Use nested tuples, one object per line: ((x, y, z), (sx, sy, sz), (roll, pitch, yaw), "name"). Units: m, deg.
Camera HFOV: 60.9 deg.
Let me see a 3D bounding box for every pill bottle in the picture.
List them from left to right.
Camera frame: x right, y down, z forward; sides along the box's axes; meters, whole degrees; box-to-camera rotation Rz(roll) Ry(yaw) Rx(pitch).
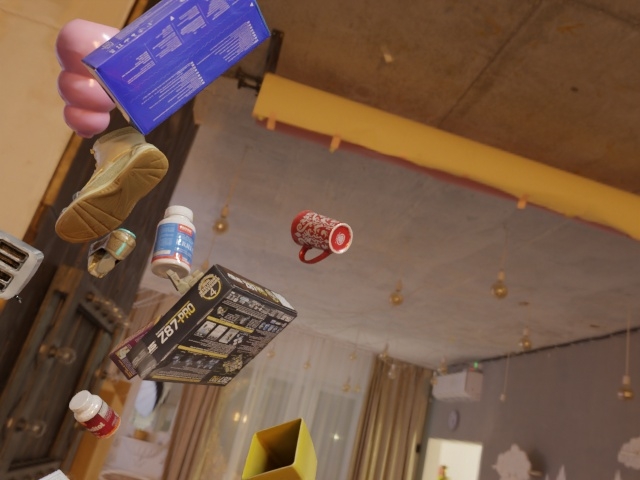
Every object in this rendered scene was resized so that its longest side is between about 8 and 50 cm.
((-0.671, 0.516, 1.617), (0.086, 0.086, 0.152), (0, -47, 33), "pill bottle")
((-0.468, 0.003, 1.748), (0.124, 0.221, 0.124), (-1, -30, 0), "pill bottle")

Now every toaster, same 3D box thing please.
((-0.946, 0.077, 1.634), (0.186, 0.168, 0.110), (35, -9, -17), "toaster")

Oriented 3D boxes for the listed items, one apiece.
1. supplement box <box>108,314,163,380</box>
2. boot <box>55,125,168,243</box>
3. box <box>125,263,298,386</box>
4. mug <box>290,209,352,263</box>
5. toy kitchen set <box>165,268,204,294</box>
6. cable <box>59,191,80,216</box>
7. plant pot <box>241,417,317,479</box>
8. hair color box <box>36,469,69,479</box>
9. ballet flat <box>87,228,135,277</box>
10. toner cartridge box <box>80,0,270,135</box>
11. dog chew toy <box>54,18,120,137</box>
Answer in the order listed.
((-0.552, 0.335, 1.712), (0.104, 0.188, 0.081), (55, 2, -13), "supplement box")
((-0.458, -0.127, 1.155), (0.203, 0.262, 0.095), (42, -4, 47), "boot")
((-0.264, 0.245, 1.445), (0.097, 0.318, 0.395), (44, 3, 26), "box")
((0.007, -0.004, 1.621), (0.113, 0.150, 0.169), (-15, 20, -37), "mug")
((-0.371, 0.104, 1.531), (0.068, 0.083, 0.075), (25, -34, 45), "toy kitchen set")
((-0.812, -0.122, 1.861), (0.139, 0.072, 0.287), (43, 6, -3), "cable")
((-0.122, 0.792, 1.922), (0.212, 0.212, 0.187), (-24, -68, 18), "plant pot")
((-0.358, 0.529, 0.856), (0.339, 0.110, 0.185), (44, -22, 2), "hair color box")
((-0.730, 0.060, 1.861), (0.116, 0.124, 0.342), (35, -32, -27), "ballet flat")
((-0.274, -0.384, 1.081), (0.075, 0.348, 0.165), (35, -18, 39), "toner cartridge box")
((-0.677, -0.469, 1.608), (0.207, 0.331, 0.206), (13, 16, -4), "dog chew toy")
